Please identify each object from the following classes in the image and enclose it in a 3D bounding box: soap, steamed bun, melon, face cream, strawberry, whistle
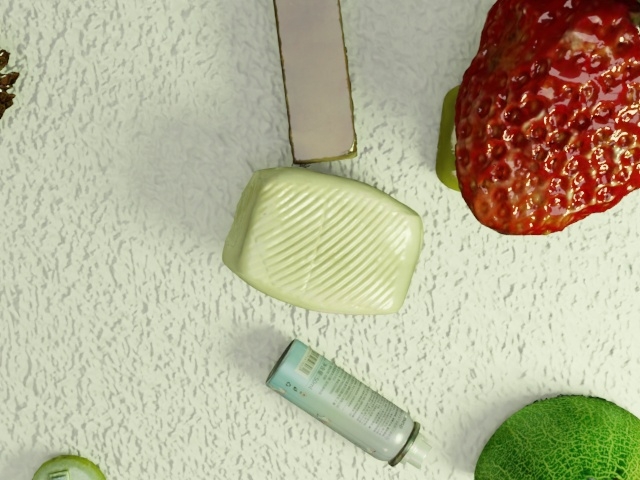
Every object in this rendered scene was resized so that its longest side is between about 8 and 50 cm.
[{"bbox_3d":[0.194,-0.130,1.847,0.088,0.045,0.140,7,96,3],"label":"soap"},{"bbox_3d":[0.000,0.000,1.824,0.238,0.152,0.170,15,92,-16],"label":"steamed bun"},{"bbox_3d":[0.338,0.274,1.834,0.265,0.169,0.129,6,96,-1],"label":"melon"},{"bbox_3d":[0.041,0.219,1.881,0.229,0.075,0.075,34,97,-2],"label":"face cream"},{"bbox_3d":[0.302,-0.173,1.738,0.291,0.292,0.310,40,119,-4],"label":"strawberry"},{"bbox_3d":[-0.324,0.381,1.917,0.104,0.057,0.198,-10,96,3],"label":"whistle"}]

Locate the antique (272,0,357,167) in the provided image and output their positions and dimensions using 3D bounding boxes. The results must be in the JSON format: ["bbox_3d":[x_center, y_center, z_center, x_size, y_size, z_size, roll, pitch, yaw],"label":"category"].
[{"bbox_3d":[-0.012,-0.250,1.812,0.087,0.093,0.310,-7,97,2],"label":"antique"}]

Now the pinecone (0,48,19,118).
[{"bbox_3d":[-0.465,-0.212,1.802,0.163,0.163,0.165,-31,72,5],"label":"pinecone"}]
